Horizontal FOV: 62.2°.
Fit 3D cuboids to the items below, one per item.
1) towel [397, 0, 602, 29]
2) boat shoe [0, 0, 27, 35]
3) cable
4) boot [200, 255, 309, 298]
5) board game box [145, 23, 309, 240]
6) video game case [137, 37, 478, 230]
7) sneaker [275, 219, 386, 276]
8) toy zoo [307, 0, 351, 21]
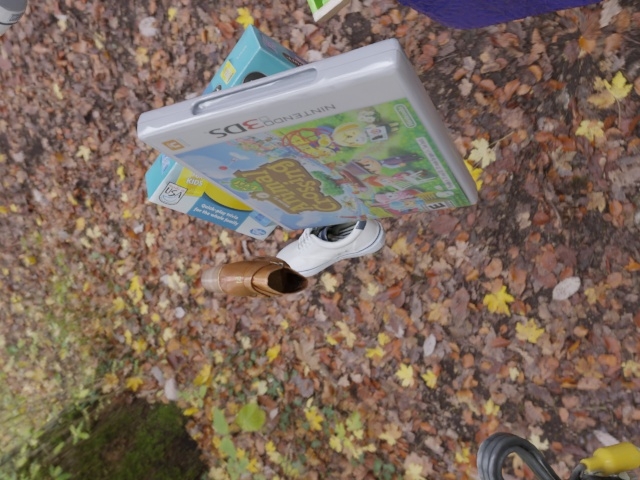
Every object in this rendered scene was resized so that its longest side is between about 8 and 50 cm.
[{"bbox_3d":[0.091,-0.280,0.444,0.227,0.308,0.076,19,95,55],"label":"towel"},{"bbox_3d":[-0.444,-0.316,0.548,0.084,0.095,0.258,-28,123,27],"label":"boat shoe"},{"bbox_3d":[0.282,0.294,0.618,0.287,0.072,0.140,16,89,-19],"label":"cable"},{"bbox_3d":[-0.075,0.063,0.864,0.152,0.197,0.073,-3,92,39],"label":"boot"},{"bbox_3d":[-0.111,-0.165,0.940,0.336,0.253,0.079,-45,45,27],"label":"board game box"},{"bbox_3d":[0.004,-0.060,0.416,0.193,0.212,0.023,-7,70,26],"label":"video game case"},{"bbox_3d":[0.000,0.000,1.052,0.258,0.094,0.091,-22,136,30],"label":"sneaker"},{"bbox_3d":[0.006,-0.529,0.831,0.192,0.030,0.293,-18,95,49],"label":"toy zoo"}]
